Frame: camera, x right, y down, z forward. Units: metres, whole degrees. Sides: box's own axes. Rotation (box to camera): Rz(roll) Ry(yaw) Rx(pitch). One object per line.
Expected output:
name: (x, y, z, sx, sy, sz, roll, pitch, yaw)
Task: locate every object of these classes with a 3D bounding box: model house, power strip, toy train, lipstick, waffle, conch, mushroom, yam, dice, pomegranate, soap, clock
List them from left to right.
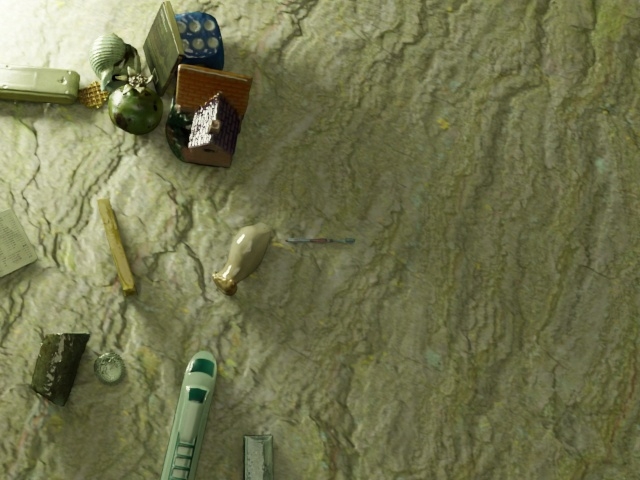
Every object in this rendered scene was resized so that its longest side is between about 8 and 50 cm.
power strip: (-0.834, -0.415, 1.899, 0.388, 0.066, 0.092, 4, 68, -10)
yam: (-0.633, 0.301, 1.745, 0.107, 0.107, 0.183, 14, 77, -6)
waffle: (-0.613, -0.396, 1.957, 0.078, 0.016, 0.085, 40, 74, 0)
clock: (-0.524, 0.321, 1.804, 0.074, 0.010, 0.083, -25, 83, -15)
conch: (-0.552, -0.478, 1.944, 0.135, 0.102, 0.153, 1, 109, -21)
soap: (-0.515, 0.019, 1.836, 0.037, 0.092, 0.252, -16, 80, -15)
pomegranate: (-0.487, -0.356, 1.891, 0.149, 0.169, 0.148, -2, 59, 3)
toy train: (-0.325, 0.467, 1.764, 0.087, 0.088, 0.406, 12, 74, -6)
dice: (-0.343, -0.527, 1.971, 0.143, 0.146, 0.146, -11, 83, -15)
model house: (-0.298, -0.340, 1.884, 0.202, 0.237, 0.236, 15, 75, -8)
mushroom: (-0.204, 0.043, 1.887, 0.097, 0.088, 0.212, 32, 80, 9)
lipstick: (-0.151, 0.622, 1.761, 0.076, 0.077, 0.289, 0, 78, -10)

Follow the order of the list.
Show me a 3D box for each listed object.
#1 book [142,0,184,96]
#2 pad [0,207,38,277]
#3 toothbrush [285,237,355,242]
book: (-0.415, -0.502, 1.910, 0.024, 0.228, 0.160, -11, 78, -30)
pad: (-0.863, 0.040, 1.806, 0.265, 0.009, 0.159, -29, 78, -16)
toothbrush: (0.000, 0.000, 1.968, 0.193, 0.019, 0.013, 0, 77, -8)
